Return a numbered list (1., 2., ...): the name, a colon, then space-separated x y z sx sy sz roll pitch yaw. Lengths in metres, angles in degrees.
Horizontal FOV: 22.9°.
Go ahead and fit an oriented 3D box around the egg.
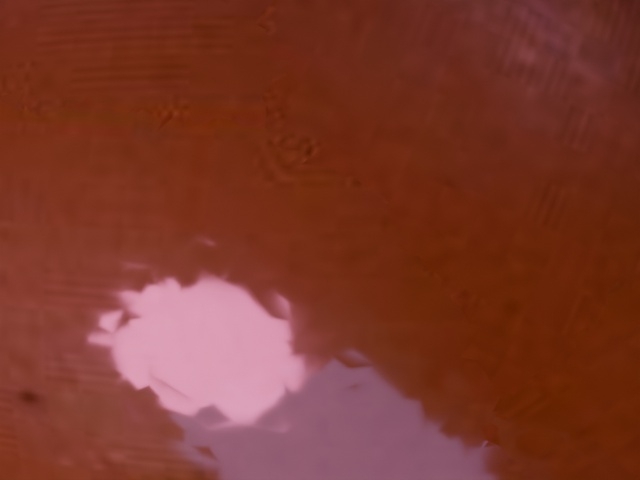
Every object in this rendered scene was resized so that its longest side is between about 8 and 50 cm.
1. egg: 0.000 0.000 0.466 0.351 0.282 0.282 8 135 2
